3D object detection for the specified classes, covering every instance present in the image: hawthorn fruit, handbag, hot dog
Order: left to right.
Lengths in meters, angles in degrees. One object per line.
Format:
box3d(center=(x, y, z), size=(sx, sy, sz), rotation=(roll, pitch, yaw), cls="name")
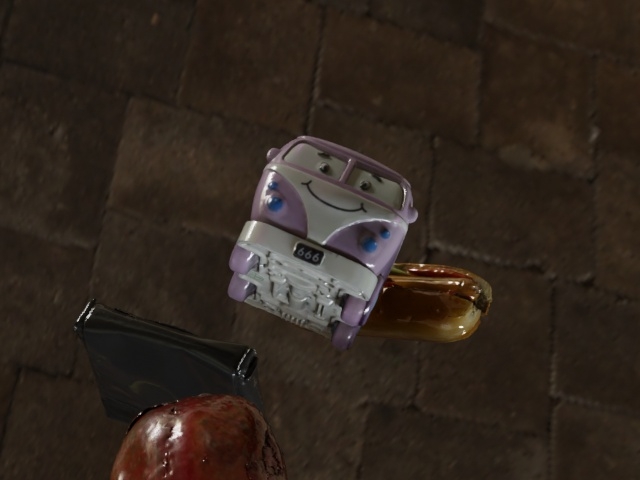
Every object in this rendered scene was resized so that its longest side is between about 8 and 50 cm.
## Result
box3d(center=(-0.183, 0.174, 1.977), size=(0.247, 0.223, 0.080), rotation=(14, 53, 15), cls="handbag")
box3d(center=(-0.100, 0.260, 1.468), size=(0.181, 0.181, 0.235), rotation=(-9, 55, -26), cls="hawthorn fruit")
box3d(center=(0.057, 0.056, 1.520), size=(0.235, 0.062, 0.092), rotation=(1, 38, 31), cls="hot dog")

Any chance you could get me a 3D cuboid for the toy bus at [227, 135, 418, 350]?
box3d(center=(0.000, 0.000, 1.390), size=(0.142, 0.202, 0.142), rotation=(25, 73, 3), cls="toy bus")
